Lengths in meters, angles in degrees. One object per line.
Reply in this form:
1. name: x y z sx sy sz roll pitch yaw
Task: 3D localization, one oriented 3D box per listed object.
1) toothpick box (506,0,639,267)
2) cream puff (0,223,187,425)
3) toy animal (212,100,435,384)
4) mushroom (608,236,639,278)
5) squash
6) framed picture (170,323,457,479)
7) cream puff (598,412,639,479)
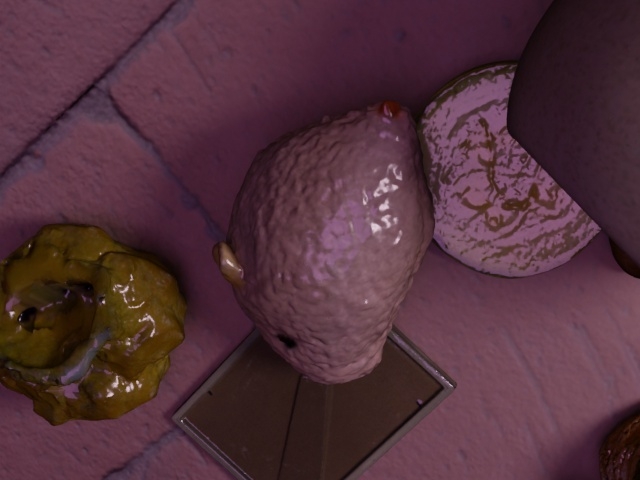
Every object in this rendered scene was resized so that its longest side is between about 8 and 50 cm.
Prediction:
1. toothpick box: 0.411 -0.146 0.860 0.409 0.409 0.425 45 101 -3
2. cream puff: -0.312 0.114 1.251 0.281 0.185 0.282 4 112 11
3. toy animal: 0.002 -0.006 1.108 0.226 0.188 0.358 30 117 17
4. mushroom: 0.374 -0.016 1.096 0.129 0.072 0.088 -48 58 19
5. squash: 0.219 -0.079 1.125 0.252 0.049 0.252 4 108 12
6. framed picture: -0.016 0.210 1.294 0.240 0.020 0.324 41 113 -1
7. cream puff: 0.413 0.292 1.132 0.183 0.169 0.183 4 108 11
